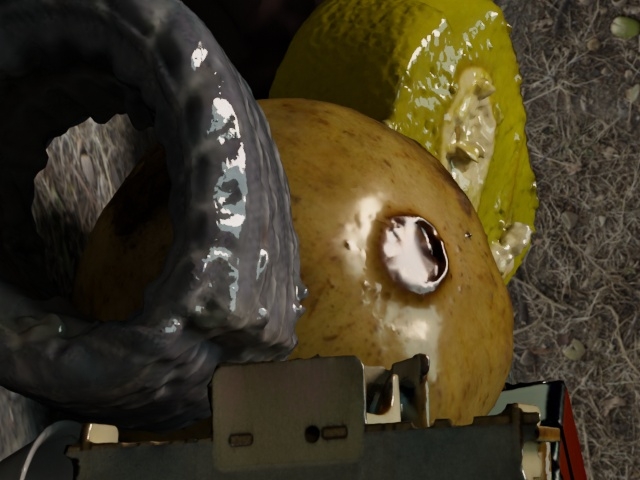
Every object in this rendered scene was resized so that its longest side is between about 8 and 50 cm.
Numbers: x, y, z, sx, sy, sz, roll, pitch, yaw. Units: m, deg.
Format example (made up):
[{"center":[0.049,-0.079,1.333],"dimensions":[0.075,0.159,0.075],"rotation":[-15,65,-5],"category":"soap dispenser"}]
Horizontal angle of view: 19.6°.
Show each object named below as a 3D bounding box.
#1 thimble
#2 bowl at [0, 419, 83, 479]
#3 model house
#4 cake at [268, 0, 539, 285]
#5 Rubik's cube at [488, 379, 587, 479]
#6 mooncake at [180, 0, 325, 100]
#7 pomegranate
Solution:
[{"center":[-0.112,-0.018,0.969],"dimensions":[0.236,0.205,0.172],"rotation":[48,2,21],"category":"thimble"},{"center":[-0.149,0.187,0.917],"dimensions":[0.189,0.086,0.189],"rotation":[-10,90,-76],"category":"bowl"},{"center":[0.031,0.147,0.895],"dimensions":[0.206,0.271,0.178],"rotation":[19,65,-59],"category":"model house"},{"center":[0.060,-0.057,1.370],"dimensions":[0.179,0.156,0.260],"rotation":[-48,134,-41],"category":"cake"},{"center":[0.063,0.287,1.298],"dimensions":[0.293,0.288,0.283],"rotation":[-51,126,-72],"category":"Rubik's cube"},{"center":[0.019,-0.198,1.532],"dimensions":[0.141,0.283,0.283],"rotation":[50,1,25],"category":"mooncake"},{"center":[-0.018,0.045,1.177],"dimensions":[0.281,0.281,0.281],"rotation":[-12,90,-77],"category":"pomegranate"}]
